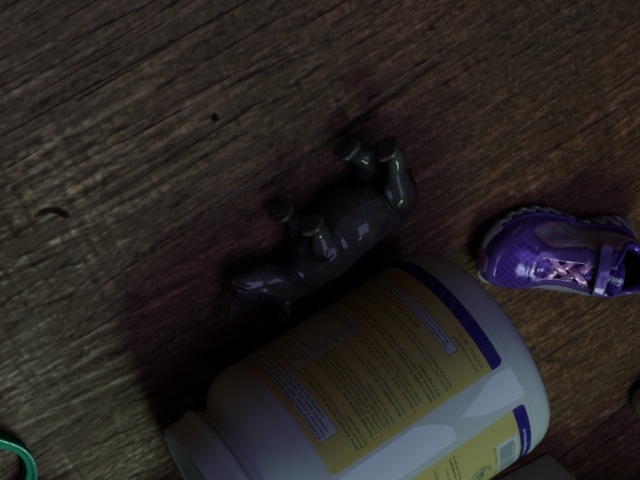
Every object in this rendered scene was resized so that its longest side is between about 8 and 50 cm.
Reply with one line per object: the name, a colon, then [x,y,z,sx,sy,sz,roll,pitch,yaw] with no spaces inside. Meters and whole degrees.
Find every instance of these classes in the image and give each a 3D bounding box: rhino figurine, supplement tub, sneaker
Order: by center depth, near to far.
rhino figurine: [0.000,0.000,1.406,0.243,0.073,0.106,-43,139,0]
supplement tub: [0.035,0.188,1.422,0.331,0.241,0.241,-31,129,-16]
sneaker: [0.285,0.023,1.581,0.236,0.104,0.095,0,118,-31]

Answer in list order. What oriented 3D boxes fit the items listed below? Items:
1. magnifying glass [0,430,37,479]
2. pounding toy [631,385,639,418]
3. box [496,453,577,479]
magnifying glass: [-0.345,0.186,1.329,0.092,0.026,0.231,-35,129,-10]
pounding toy: [0.537,0.212,1.828,0.237,0.110,0.183,30,100,-31]
box: [0.247,0.372,1.770,0.170,0.091,0.130,-24,127,-18]
